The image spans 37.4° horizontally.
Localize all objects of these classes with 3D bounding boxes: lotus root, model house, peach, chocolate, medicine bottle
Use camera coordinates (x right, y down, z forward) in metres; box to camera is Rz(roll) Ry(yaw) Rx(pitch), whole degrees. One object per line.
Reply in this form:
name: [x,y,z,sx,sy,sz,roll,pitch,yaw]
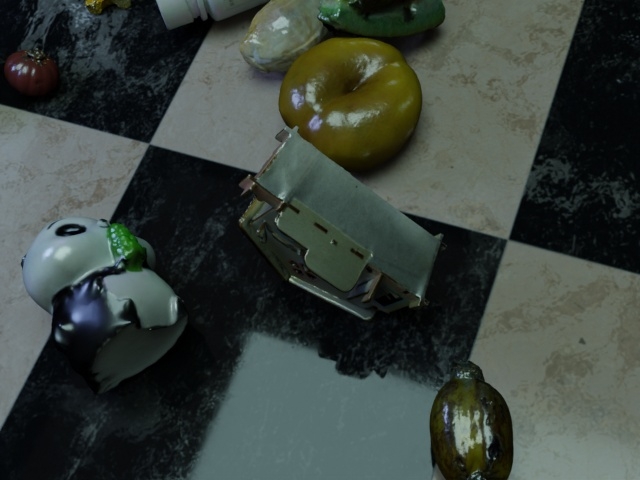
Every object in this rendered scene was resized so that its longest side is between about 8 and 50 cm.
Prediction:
lotus root: [0.216,0.271,1.354,0.120,0.120,0.210,-4,61,5]
model house: [0.000,0.000,1.461,0.326,0.244,0.169,36,71,-13]
peach: [0.055,-0.239,1.625,0.251,0.153,0.251,-3,69,7]
chocolate: [-0.014,-0.417,1.737,0.309,0.134,0.134,-40,64,-15]
medicine bottle: [-0.177,-0.513,1.787,0.292,0.170,0.170,-22,62,-3]

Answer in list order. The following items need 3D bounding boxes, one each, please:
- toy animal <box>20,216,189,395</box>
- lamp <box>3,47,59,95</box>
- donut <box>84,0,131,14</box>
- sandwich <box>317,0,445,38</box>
toy animal: [-0.339,0.075,1.477,0.212,0.212,0.267,-29,69,-8]
lamp: [-0.542,-0.316,1.775,0.101,0.090,0.101,20,36,-15]
donut: [-0.420,-0.472,1.871,0.067,0.038,0.083,39,78,21]
sandwich: [0.129,-0.506,1.650,0.250,0.162,0.301,-3,93,-33]
